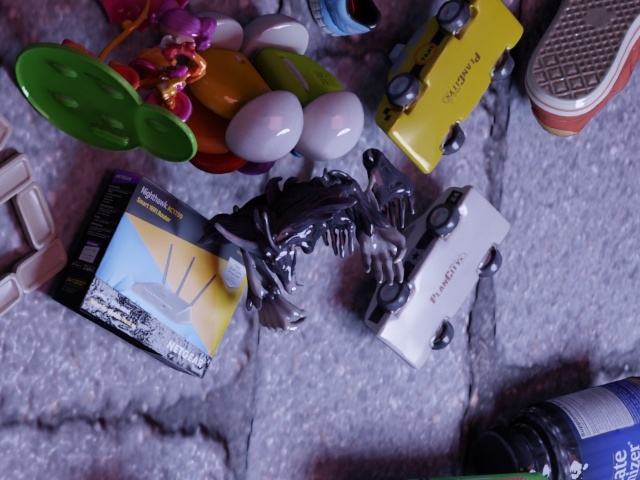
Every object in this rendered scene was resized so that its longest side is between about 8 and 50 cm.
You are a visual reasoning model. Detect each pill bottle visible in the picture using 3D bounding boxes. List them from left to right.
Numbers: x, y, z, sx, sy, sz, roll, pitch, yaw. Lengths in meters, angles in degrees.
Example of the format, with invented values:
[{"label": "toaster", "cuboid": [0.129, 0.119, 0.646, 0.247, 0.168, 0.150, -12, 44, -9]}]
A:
[{"label": "pill bottle", "cuboid": [0.287, 0.233, 2.200, 0.219, 0.123, 0.122, -13, 109, -27]}]

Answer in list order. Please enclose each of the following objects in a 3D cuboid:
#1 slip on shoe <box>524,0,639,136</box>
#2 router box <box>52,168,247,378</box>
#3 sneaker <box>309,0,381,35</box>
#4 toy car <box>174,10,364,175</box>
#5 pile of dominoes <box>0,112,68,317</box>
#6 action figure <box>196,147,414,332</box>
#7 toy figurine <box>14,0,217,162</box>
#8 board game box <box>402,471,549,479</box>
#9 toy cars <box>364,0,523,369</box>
[{"label": "slip on shoe", "cuboid": [0.323, -0.245, 2.153, 0.331, 0.123, 0.101, -55, 163, -26]}, {"label": "router box", "cuboid": [-0.148, 0.032, 1.795, 0.179, 0.046, 0.133, 35, 75, -46]}, {"label": "sneaker", "cuboid": [0.015, -0.263, 1.863, 0.063, 0.073, 0.162, -50, 129, -23]}, {"label": "toy car", "cuboid": [-0.062, -0.119, 1.795, 0.182, 0.159, 0.136, -4, 138, -43]}, {"label": "pile of dominoes", "cuboid": [-0.336, -0.001, 1.636, 0.251, 0.040, 0.196, -41, 125, -40]}, {"label": "action figure", "cuboid": [0.000, 0.000, 1.805, 0.276, 0.164, 0.141, -27, 96, -63]}, {"label": "toy figurine", "cuboid": [-0.149, -0.168, 1.687, 0.159, 0.173, 0.130, -60, 168, -30]}, {"label": "board game box", "cuboid": [0.114, 0.391, 2.071, 0.213, 0.046, 0.317, 3, 116, -45]}, {"label": "toy cars", "cuboid": [0.110, -0.068, 2.001, 0.176, 0.087, 0.393, -10, 110, -37]}]
